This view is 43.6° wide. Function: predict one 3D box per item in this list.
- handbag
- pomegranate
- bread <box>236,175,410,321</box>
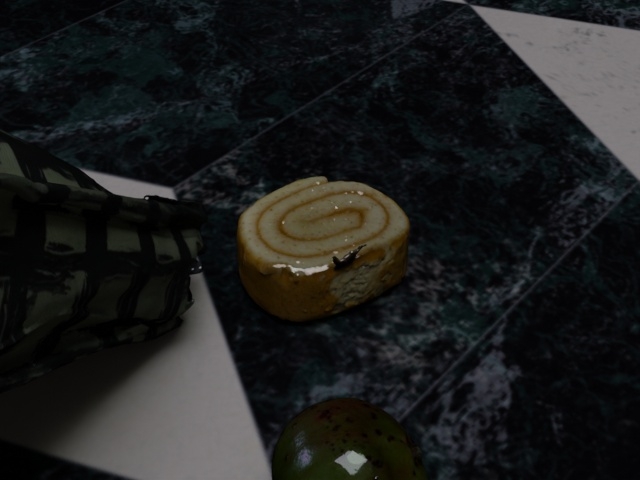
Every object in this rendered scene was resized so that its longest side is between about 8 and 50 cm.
[{"bbox_3d":[-0.271,-0.020,0.558,0.325,0.327,0.163,21,92,16],"label":"handbag"},{"bbox_3d":[0.003,0.169,0.520,0.142,0.114,0.115,-33,50,4],"label":"pomegranate"},{"bbox_3d":[0.000,0.000,0.698,0.149,0.073,0.122,-22,48,-20],"label":"bread"}]
